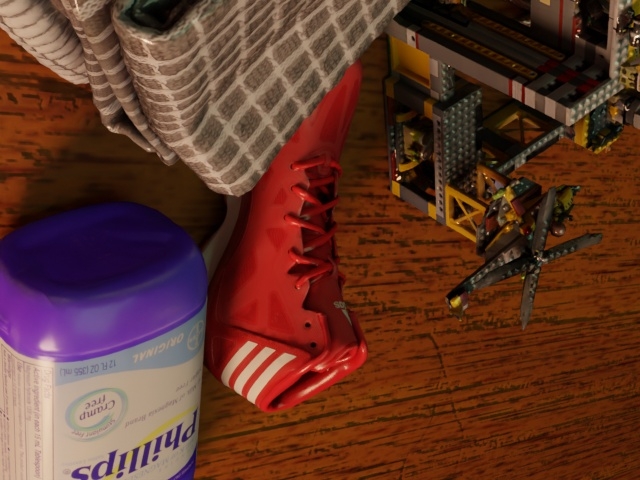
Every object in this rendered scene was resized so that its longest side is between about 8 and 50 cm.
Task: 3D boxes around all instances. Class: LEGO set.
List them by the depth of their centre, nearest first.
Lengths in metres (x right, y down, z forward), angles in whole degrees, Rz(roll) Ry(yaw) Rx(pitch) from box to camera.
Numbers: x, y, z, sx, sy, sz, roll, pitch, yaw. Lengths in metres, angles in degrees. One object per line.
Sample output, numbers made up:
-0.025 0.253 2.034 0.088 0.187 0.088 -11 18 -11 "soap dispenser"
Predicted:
0.165 -0.120 0.713 0.255 0.192 0.331 -27 135 -32 "LEGO set"

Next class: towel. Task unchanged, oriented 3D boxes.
0.001 -0.155 0.468 0.283 0.121 0.235 -48 179 -5 "towel"

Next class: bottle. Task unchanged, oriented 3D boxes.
-0.128 0.120 0.659 0.118 0.092 0.282 -21 131 -38 "bottle"

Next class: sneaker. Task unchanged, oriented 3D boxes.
0.000 0.000 0.678 0.087 0.128 0.221 -2 120 -48 "sneaker"
